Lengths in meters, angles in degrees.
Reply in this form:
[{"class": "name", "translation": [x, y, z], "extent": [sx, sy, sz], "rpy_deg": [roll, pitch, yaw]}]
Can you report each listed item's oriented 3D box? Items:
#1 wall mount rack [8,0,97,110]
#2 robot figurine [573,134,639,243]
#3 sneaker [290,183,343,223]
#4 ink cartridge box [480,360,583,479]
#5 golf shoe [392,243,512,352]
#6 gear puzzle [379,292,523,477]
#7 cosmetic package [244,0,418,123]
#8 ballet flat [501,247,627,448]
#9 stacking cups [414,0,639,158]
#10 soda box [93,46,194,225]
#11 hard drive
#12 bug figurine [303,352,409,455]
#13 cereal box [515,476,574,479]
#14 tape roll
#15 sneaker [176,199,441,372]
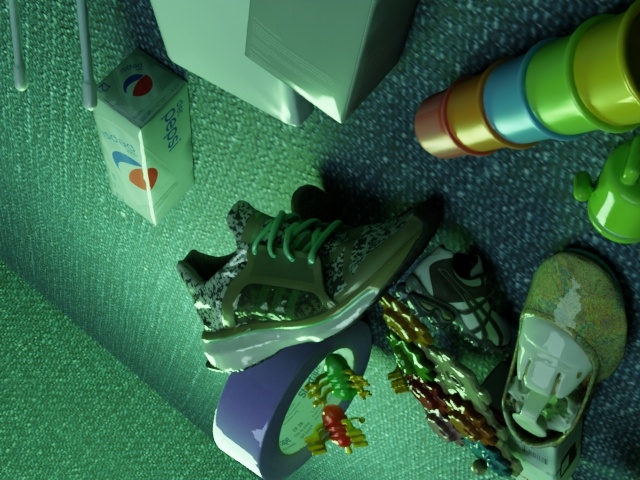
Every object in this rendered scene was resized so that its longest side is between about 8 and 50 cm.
[{"class": "wall mount rack", "translation": [-0.394, -0.322, 1.369], "extent": [0.350, 0.130, 0.304], "rpy_deg": [21, 158, 48]}, {"class": "robot figurine", "translation": [0.267, -0.041, 0.923], "extent": [0.101, 0.067, 0.115], "rpy_deg": [16, 154, 6]}, {"class": "sneaker", "translation": [0.000, 0.000, 1.430], "extent": [0.071, 0.066, 0.188], "rpy_deg": [16, 147, 48]}, {"class": "ink cartridge box", "translation": [0.277, 0.255, 1.454], "extent": [0.127, 0.072, 0.175], "rpy_deg": [29, 156, 27]}, {"class": "golf shoe", "translation": [0.178, 0.068, 1.269], "extent": [0.198, 0.094, 0.077], "rpy_deg": [26, -171, -45]}, {"class": "gear puzzle", "translation": [0.149, 0.187, 1.375], "extent": [0.175, 0.044, 0.339], "rpy_deg": [32, 158, 45]}, {"class": "cosmetic package", "translation": [0.014, -0.221, 0.952], "extent": [0.127, 0.107, 0.238], "rpy_deg": [38, 155, 7]}, {"class": "ballet flat", "translation": [0.261, 0.141, 1.212], "extent": [0.123, 0.123, 0.348], "rpy_deg": [32, 156, 21]}, {"class": "stacking cups", "translation": [0.186, -0.115, 0.897], "extent": [0.096, 0.096, 0.316], "rpy_deg": [46, 160, -12]}, {"class": "soda box", "translation": [-0.244, -0.137, 1.524], "extent": [0.091, 0.098, 0.286], "rpy_deg": [36, 157, 12]}, {"class": "hard drive", "translation": [-0.110, -0.267, 1.140], "extent": [0.203, 0.040, 0.307], "rpy_deg": [31, 156, 23]}, {"class": "bug figurine", "translation": [0.104, 0.228, 1.577], "extent": [0.279, 0.072, 0.216], "rpy_deg": [-10, 133, 12]}, {"class": "cereal box", "translation": [0.341, 0.449, 1.585], "extent": [0.240, 0.173, 0.047], "rpy_deg": [51, 156, -25]}, {"class": "tape roll", "translation": [-0.037, 0.219, 1.622], "extent": [0.090, 0.275, 0.274], "rpy_deg": [29, 155, 23]}, {"class": "sneaker", "translation": [-0.040, 0.026, 1.312], "extent": [0.410, 0.158, 0.182], "rpy_deg": [-28, 103, 38]}]
